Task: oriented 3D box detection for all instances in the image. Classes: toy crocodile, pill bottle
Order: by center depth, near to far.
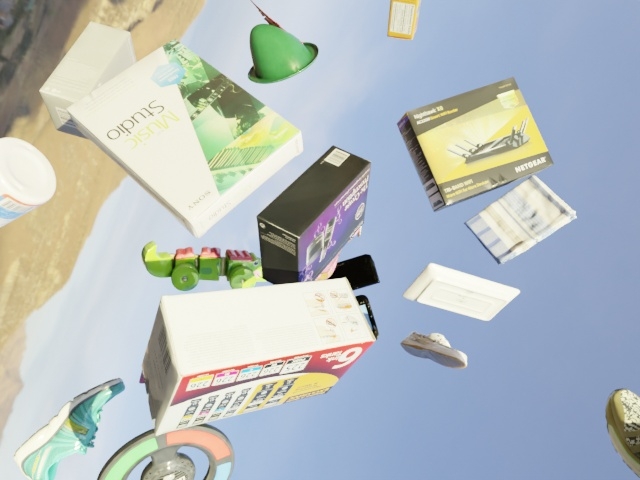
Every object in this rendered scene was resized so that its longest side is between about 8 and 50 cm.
[{"bbox_3d":[-0.587,-0.079,0.868,0.222,0.124,0.124,-22,-133,17],"label":"pill bottle"},{"bbox_3d":[-0.263,0.060,1.233,0.115,0.341,0.105,-131,-132,-65],"label":"toy crocodile"}]

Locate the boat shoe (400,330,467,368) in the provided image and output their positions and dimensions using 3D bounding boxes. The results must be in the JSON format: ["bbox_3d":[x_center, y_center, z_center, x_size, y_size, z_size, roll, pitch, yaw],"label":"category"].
[{"bbox_3d":[0.399,0.364,1.733,0.277,0.098,0.096,8,-128,53],"label":"boat shoe"}]

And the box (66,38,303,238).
[{"bbox_3d":[-0.222,-0.181,0.820,0.232,0.322,0.058,-44,161,-20],"label":"box"}]

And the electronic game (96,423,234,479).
[{"bbox_3d":[-0.258,0.401,0.846,0.229,0.229,0.048,-63,-146,12],"label":"electronic game"}]

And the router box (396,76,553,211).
[{"bbox_3d":[0.375,-0.236,1.219,0.081,0.309,0.242,134,-66,-76],"label":"router box"}]

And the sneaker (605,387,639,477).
[{"bbox_3d":[0.755,0.454,0.991,0.410,0.158,0.182,-113,-149,-45],"label":"sneaker"}]

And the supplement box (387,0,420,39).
[{"bbox_3d":[0.223,-0.642,1.277,0.233,0.080,0.078,93,16,-52],"label":"supplement box"}]

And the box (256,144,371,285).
[{"bbox_3d":[-0.008,-0.041,1.014,0.261,0.103,0.184,-48,157,-35],"label":"box"}]

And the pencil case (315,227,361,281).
[{"bbox_3d":[0.000,0.000,1.409,0.160,0.167,0.386,-56,177,-23],"label":"pencil case"}]

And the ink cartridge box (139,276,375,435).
[{"bbox_3d":[-0.115,0.198,0.816,0.271,0.310,0.130,-59,-135,43],"label":"ink cartridge box"}]

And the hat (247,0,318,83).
[{"bbox_3d":[-0.126,-0.477,1.119,0.209,0.183,0.173,16,-125,37],"label":"hat"}]

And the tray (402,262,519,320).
[{"bbox_3d":[0.363,0.146,1.286,0.030,0.271,0.145,-89,-159,-46],"label":"tray"}]

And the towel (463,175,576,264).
[{"bbox_3d":[0.644,-0.070,1.628,0.285,0.034,0.209,-35,-125,7],"label":"towel"}]

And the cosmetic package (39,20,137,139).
[{"bbox_3d":[-0.503,-0.354,1.108,0.127,0.107,0.237,107,1,-61],"label":"cosmetic package"}]

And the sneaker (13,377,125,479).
[{"bbox_3d":[-0.548,0.427,1.135,0.275,0.110,0.107,-46,172,-12],"label":"sneaker"}]

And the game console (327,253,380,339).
[{"bbox_3d":[0.164,0.250,2.102,0.213,0.044,0.360,-18,-100,11],"label":"game console"}]
